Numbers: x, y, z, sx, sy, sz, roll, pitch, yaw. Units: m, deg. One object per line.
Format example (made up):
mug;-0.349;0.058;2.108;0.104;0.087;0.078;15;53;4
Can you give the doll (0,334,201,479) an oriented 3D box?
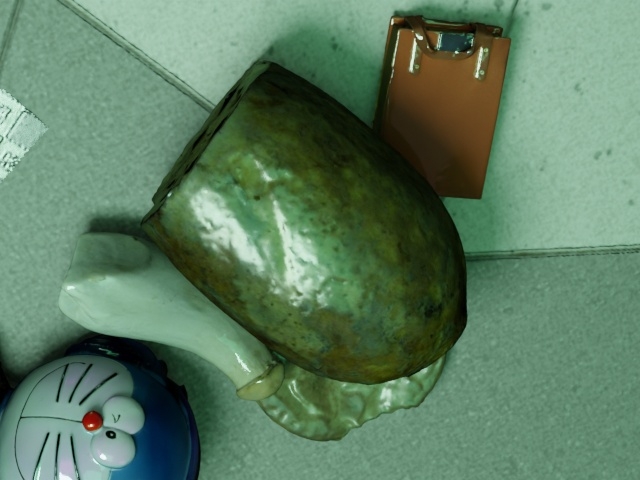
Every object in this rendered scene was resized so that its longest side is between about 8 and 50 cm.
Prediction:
doll;-0.282;0.229;1.837;0.310;0.284;0.240;1;150;4

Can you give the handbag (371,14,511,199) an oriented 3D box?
handbag;0.125;-0.143;1.855;0.127;0.063;0.190;4;114;-11

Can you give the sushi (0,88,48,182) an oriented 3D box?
sushi;-0.415;-0.093;1.788;0.210;0.040;0.193;-45;111;8

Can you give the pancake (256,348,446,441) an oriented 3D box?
pancake;0.029;0.117;1.945;0.236;0.042;0.222;-42;105;5

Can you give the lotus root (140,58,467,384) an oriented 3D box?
lotus root;0.000;0.000;1.777;0.346;0.250;0.250;43;99;-14

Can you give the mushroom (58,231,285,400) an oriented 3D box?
mushroom;-0.152;0.076;1.860;0.270;0.118;0.103;26;144;-18
